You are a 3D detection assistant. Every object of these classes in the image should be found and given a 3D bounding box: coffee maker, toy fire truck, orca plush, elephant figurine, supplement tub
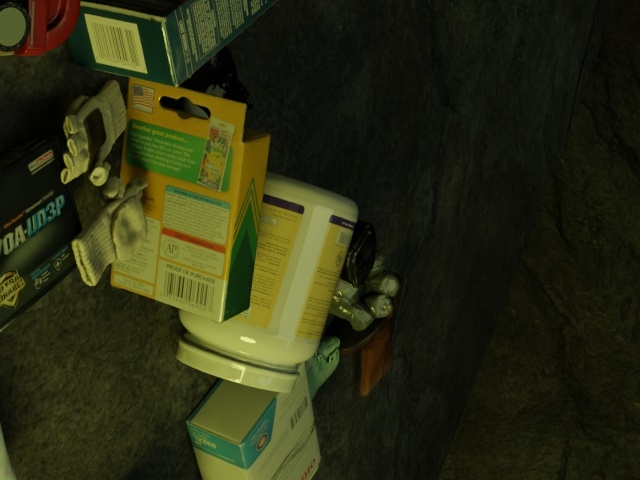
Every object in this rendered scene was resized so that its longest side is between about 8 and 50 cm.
[{"bbox_3d":[0.000,0.000,2.159,0.120,0.178,0.171,-68,154,-13],"label":"coffee maker"},{"bbox_3d":[-0.325,-0.335,1.360,0.246,0.158,0.217,-15,119,-49],"label":"toy fire truck"},{"bbox_3d":[-0.156,-0.202,1.803,0.151,0.102,0.287,-34,135,-53],"label":"orca plush"},{"bbox_3d":[0.039,0.091,2.352,0.169,0.239,0.186,-40,108,-15],"label":"elephant figurine"},{"bbox_3d":[-0.093,0.061,1.934,0.241,0.241,0.331,18,89,-65],"label":"supplement tub"}]

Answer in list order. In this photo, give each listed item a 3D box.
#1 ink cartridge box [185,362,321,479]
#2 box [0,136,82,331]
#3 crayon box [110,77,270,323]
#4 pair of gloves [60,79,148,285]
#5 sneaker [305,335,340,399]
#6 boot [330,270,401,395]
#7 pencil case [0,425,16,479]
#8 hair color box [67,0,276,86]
[{"bbox_3d":[-0.117,0.380,2.214,0.223,0.129,0.307,-52,148,-38],"label":"ink cartridge box"},{"bbox_3d":[-0.383,-0.008,1.455,0.220,0.051,0.175,-48,133,-55],"label":"box"},{"bbox_3d":[-0.188,-0.066,1.704,0.083,0.203,0.323,-25,127,-58],"label":"crayon box"},{"bbox_3d":[-0.284,-0.080,1.582,0.204,0.042,0.240,-54,140,-65],"label":"pair of gloves"},{"bbox_3d":[-0.025,0.212,2.336,0.151,0.094,0.256,-48,155,-32],"label":"sneaker"},{"bbox_3d":[0.095,0.242,2.654,0.264,0.096,0.280,-57,159,-46],"label":"boot"},{"bbox_3d":[-0.448,0.270,1.493,0.124,0.113,0.273,-72,164,-55],"label":"pencil case"},{"bbox_3d":[-0.172,-0.348,1.596,0.347,0.174,0.105,-49,145,-41],"label":"hair color box"}]
